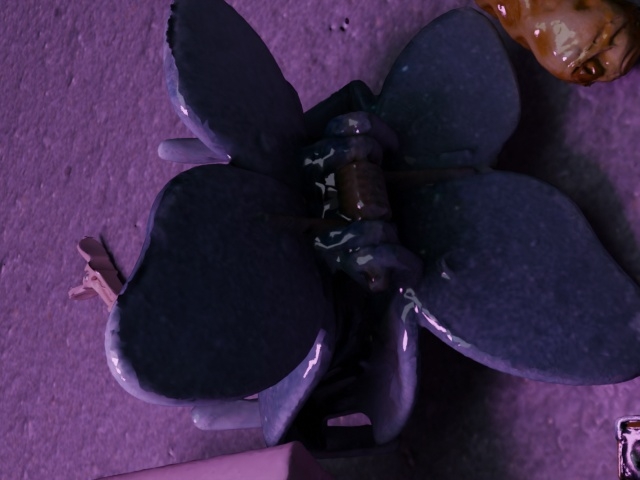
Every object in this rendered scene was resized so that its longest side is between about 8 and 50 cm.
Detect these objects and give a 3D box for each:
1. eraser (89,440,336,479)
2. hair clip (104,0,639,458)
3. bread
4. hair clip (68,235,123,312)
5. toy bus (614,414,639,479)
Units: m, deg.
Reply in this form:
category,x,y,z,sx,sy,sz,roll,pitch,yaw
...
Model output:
category,x,y,z,sx,sy,sz,roll,pitch,yaw
eraser,-0.084,0.304,0.958,0.359,0.272,0.122,-18,31,41
hair clip,0.000,0.000,0.920,0.238,0.392,0.318,128,135,-58
bread,0.124,-0.242,0.968,0.084,0.077,0.367,-29,54,-9
hair clip,-0.201,0.074,1.278,0.226,0.034,0.072,33,110,42
toy bus,0.242,0.199,0.756,0.091,0.103,0.182,-3,87,46
